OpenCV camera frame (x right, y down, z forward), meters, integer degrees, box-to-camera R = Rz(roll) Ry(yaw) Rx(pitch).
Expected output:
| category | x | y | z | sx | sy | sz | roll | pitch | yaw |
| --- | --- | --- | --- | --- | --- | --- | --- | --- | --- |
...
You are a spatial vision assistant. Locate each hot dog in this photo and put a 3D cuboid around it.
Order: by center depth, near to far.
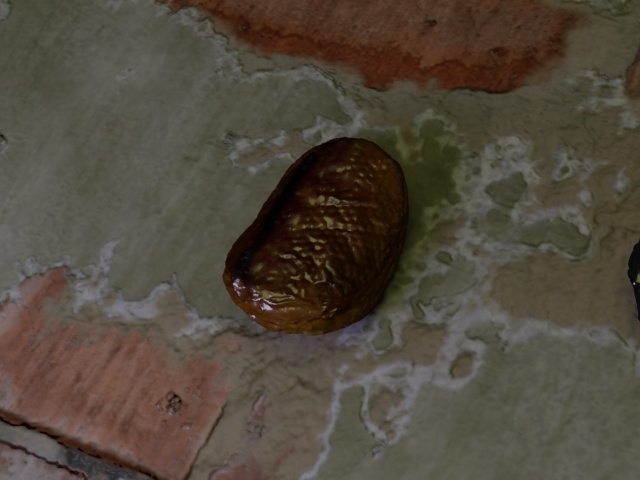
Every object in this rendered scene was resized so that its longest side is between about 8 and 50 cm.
| category | x | y | z | sx | sy | sz | roll | pitch | yaw |
| --- | --- | --- | --- | --- | --- | --- | --- | --- | --- |
| hot dog | -0.002 | -0.002 | 1.414 | 0.161 | 0.099 | 0.227 | 24 | 66 | 24 |

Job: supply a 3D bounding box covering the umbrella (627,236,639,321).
| category | x | y | z | sx | sy | sz | roll | pitch | yaw |
| --- | --- | --- | --- | --- | --- | --- | --- | --- | --- |
| umbrella | 0.434 | 0.069 | 1.261 | 0.340 | 0.118 | 0.118 | 21 | 65 | 32 |
